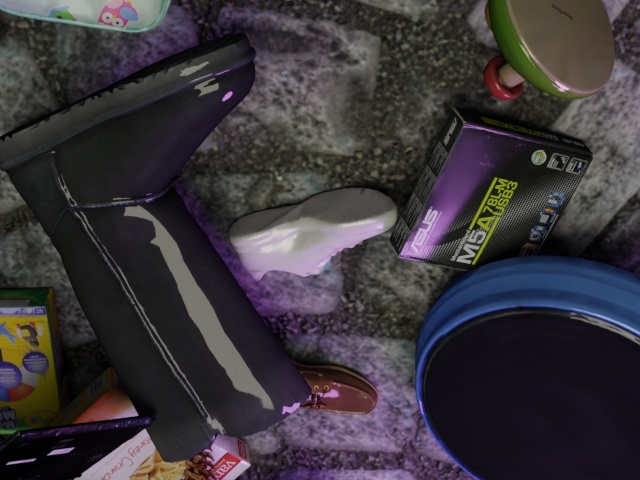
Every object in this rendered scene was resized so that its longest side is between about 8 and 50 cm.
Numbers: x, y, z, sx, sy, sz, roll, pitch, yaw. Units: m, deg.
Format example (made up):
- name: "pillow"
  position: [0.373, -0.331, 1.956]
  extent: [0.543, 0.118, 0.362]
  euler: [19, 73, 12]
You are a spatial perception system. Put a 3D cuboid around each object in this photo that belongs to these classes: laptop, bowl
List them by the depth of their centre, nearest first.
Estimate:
- name: "laptop"
  position: [-0.377, 0.226, 1.687]
  extent: [0.264, 0.234, 0.136]
  euler: [-37, 70, 27]
- name: "bowl"
  position: [0.298, 0.190, 1.737]
  extent: [0.391, 0.077, 0.391]
  euler: [13, 133, 14]

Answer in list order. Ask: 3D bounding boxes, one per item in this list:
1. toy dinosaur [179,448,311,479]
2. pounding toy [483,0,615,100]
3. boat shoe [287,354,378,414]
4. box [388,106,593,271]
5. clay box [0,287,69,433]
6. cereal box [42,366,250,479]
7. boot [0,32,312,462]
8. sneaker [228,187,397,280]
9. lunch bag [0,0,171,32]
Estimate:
- name: "toy dinosaur"
  position: [-0.106, 0.395, 1.862]
  extent: [0.218, 0.164, 0.322]
  euler: [-7, 137, 25]
- name: "pounding toy"
  position: [0.207, -0.244, 1.563]
  extent: [0.110, 0.183, 0.237]
  euler: [-26, 116, 43]
- name: "boat shoe"
  position: [-0.013, 0.193, 1.837]
  extent: [0.178, 0.060, 0.064]
  euler: [17, 117, -6]
- name: "box"
  position: [0.200, -0.050, 1.680]
  extent: [0.184, 0.045, 0.190]
  euler: [11, 119, -28]
- name: "clay box"
  position: [-0.398, 0.169, 1.847]
  extent: [0.128, 0.053, 0.222]
  euler: [-2, 117, 2]
- name: "cereal box"
  position: [-0.235, 0.280, 1.870]
  extent: [0.240, 0.047, 0.173]
  euler: [34, 115, -29]
- name: "boot"
  position: [-0.137, 0.019, 1.652]
  extent: [0.367, 0.146, 0.445]
  euler: [-19, 104, 33]
- name: "sneaker"
  position: [0.000, 0.000, 1.735]
  extent: [0.212, 0.080, 0.094]
  euler: [-10, 121, 19]
- name: "lunch bag"
  position: [-0.238, -0.358, 1.492]
  extent: [0.224, 0.108, 0.279]
  euler: [7, 121, -6]
